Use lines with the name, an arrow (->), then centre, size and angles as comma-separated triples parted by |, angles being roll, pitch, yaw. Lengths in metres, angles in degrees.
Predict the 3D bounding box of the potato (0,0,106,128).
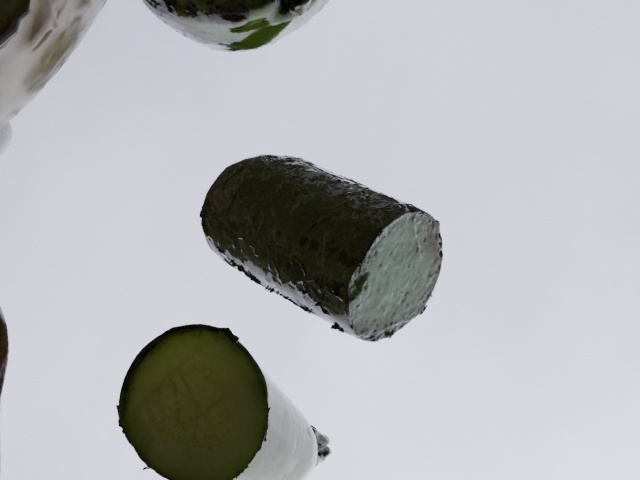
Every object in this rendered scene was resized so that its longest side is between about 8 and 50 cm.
potato -> -0.315, -0.194, 0.665 | 0.441, 0.319, 0.386 | -16, -94, -9

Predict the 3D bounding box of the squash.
squash -> -0.063, 0.194, 1.043 | 0.137, 0.287, 0.137 | -11, -122, 19

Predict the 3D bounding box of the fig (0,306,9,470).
fig -> -0.279, 0.131, 0.770 | 0.207, 0.175, 0.175 | -38, -133, -18

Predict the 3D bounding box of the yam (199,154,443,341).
yam -> 0.000, 0.000, 1.324 | 0.304, 0.168, 0.168 | 27, -100, 49

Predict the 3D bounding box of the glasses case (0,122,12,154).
glasses case -> -0.383, -0.158, 1.153 | 0.092, 0.233, 0.059 | -28, -121, -14

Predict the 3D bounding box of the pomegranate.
pomegranate -> -0.100, -0.300, 0.983 | 0.222, 0.276, 0.204 | -48, -176, 22
